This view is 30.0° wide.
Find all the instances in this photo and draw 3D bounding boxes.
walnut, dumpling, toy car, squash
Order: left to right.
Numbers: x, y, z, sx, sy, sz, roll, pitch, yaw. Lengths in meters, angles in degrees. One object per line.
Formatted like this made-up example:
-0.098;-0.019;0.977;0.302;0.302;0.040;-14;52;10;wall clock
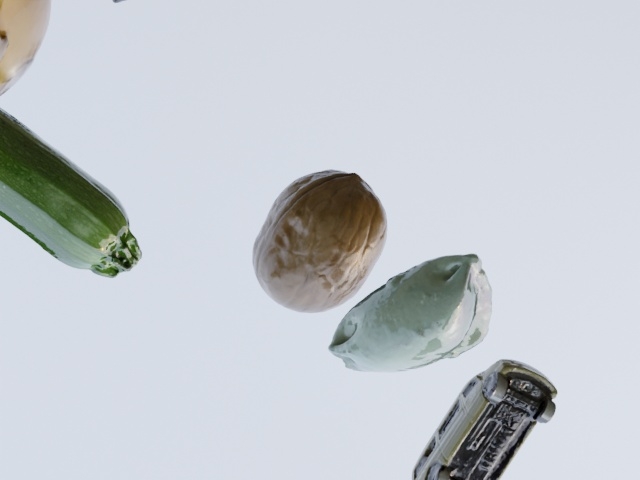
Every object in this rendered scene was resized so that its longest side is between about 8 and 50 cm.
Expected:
-0.230;-0.048;0.925;0.219;0.077;0.068;39;-126;-10;squash
0.000;0.000;1.594;0.167;0.207;0.167;29;-164;-9;walnut
0.116;0.085;1.348;0.149;0.216;0.105;-7;-118;-57;dumpling
0.228;0.271;1.698;0.101;0.257;0.124;25;-163;-15;toy car

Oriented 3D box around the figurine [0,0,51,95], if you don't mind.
-0.234;-0.073;0.536;0.228;0.215;0.215;-13;-127;-41;figurine

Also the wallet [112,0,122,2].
-0.211;-0.397;1.275;0.049;0.229;0.182;4;-133;10;wallet
